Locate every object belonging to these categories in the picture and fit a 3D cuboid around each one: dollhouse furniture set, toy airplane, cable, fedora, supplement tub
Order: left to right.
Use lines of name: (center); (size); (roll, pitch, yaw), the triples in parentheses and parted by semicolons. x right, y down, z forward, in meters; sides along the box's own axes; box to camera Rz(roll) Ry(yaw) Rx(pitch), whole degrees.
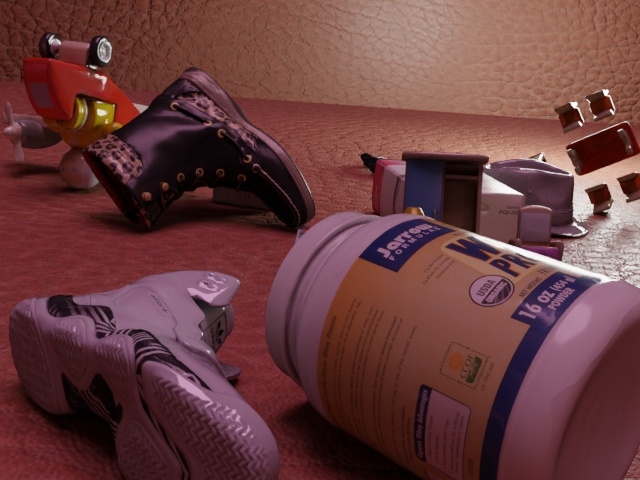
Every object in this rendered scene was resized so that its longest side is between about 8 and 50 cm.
toy airplane: (-0.466, -0.227, 1.599); (0.384, 0.272, 0.386); (21, -18, -26)
cable: (0.189, -0.199, 1.984); (0.150, 0.047, 0.184); (-4, 19, -28)
supplement tub: (0.121, 0.104, 0.706); (0.228, 0.228, 0.316); (-12, 25, -44)
dollhouse furniture set: (0.234, -0.037, 1.082); (0.286, 0.198, 0.303); (3, 0, 3)
fedora: (0.447, -0.104, 1.631); (0.275, 0.124, 0.244); (14, 20, 25)
dollhouse furniture set: (0.620, -0.197, 1.808); (0.259, 0.262, 0.135); (-21, 2, 29)

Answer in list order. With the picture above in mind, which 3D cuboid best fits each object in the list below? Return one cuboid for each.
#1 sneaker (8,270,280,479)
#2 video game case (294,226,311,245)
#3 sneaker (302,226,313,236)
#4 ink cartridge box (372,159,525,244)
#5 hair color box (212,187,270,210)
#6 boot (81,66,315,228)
sneaker: (-0.128, 0.118, 0.732); (0.366, 0.137, 0.210); (17, 23, 41)
video game case: (0.000, 0.000, 1.356); (0.087, 0.011, 0.122); (5, 18, 1)
sneaker: (0.029, 0.052, 1.021); (0.107, 0.118, 0.279); (-4, 20, -25)
ink cartridge box: (0.238, -0.073, 1.480); (0.207, 0.117, 0.283); (2, 17, -13)
hair color box: (-0.147, -0.108, 1.552); (0.141, 0.072, 0.043); (10, 18, 12)
boot: (-0.220, -0.115, 1.394); (0.284, 0.377, 0.138); (-40, -3, -27)
